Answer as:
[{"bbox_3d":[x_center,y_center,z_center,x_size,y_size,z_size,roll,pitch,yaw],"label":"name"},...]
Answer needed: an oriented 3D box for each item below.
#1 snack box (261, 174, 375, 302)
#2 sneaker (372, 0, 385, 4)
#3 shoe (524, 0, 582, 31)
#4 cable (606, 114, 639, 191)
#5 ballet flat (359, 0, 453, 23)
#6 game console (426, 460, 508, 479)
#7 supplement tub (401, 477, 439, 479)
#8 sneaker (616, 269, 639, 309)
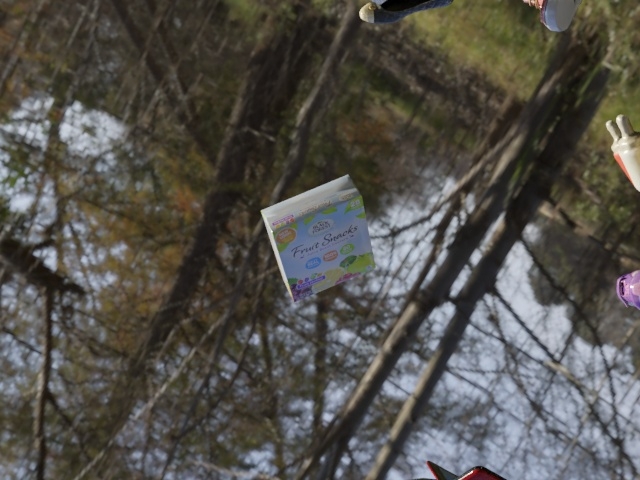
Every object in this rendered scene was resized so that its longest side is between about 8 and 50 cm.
[{"bbox_3d":[0.000,0.000,1.592,0.207,0.174,0.070,74,170,-47],"label":"snack box"},{"bbox_3d":[0.057,-0.476,1.181,0.282,0.161,0.102,58,-157,-9],"label":"sneaker"},{"bbox_3d":[0.324,-0.349,1.247,0.081,0.063,0.178,10,-143,25],"label":"shoe"},{"bbox_3d":[0.384,-0.010,0.934,0.139,0.072,0.287,-125,12,-83],"label":"cable"},{"bbox_3d":[0.151,-0.420,1.512,0.049,0.173,0.057,70,-173,-62],"label":"ballet flat"},{"bbox_3d":[0.247,0.362,1.287,0.144,0.124,0.085,31,-143,-17],"label":"game console"},{"bbox_3d":[0.011,0.365,0.789,0.207,0.338,0.207,26,-136,-28],"label":"supplement tub"},{"bbox_3d":[0.618,0.097,1.670,0.104,0.095,0.236,2,-179,32],"label":"sneaker"}]
